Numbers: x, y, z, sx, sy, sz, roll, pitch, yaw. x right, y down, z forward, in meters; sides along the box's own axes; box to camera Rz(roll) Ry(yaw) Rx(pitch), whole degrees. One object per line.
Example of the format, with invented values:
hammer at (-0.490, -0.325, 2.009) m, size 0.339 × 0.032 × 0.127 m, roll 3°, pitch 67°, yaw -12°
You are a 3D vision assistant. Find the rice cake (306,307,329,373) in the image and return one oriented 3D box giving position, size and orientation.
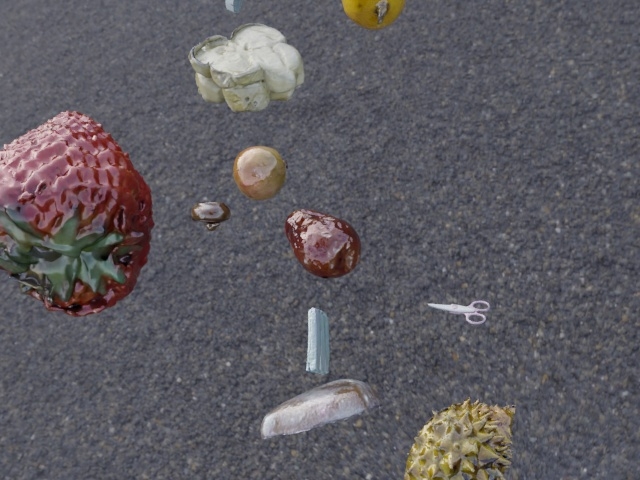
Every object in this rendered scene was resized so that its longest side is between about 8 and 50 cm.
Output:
rice cake at (-0.007, 0.330, 1.812) m, size 0.038 × 0.124 × 0.211 m, roll -10°, pitch 67°, yaw 22°

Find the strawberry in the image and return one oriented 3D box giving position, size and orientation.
strawberry at (-0.421, -0.058, 0.915) m, size 0.267 × 0.312 × 0.351 m, roll -12°, pitch 46°, yaw -20°

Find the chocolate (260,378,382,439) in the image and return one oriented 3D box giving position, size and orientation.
chocolate at (-0.003, 0.428, 1.410) m, size 0.303 × 0.185 × 0.101 m, roll -23°, pitch 78°, yaw 16°

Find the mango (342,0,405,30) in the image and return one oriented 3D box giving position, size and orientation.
mango at (0.089, -0.521, 1.036) m, size 0.119 × 0.176 × 0.317 m, roll -7°, pitch 68°, yaw 1°

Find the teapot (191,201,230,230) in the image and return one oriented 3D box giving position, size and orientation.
teapot at (-0.307, -0.066, 1.526) m, size 0.129 × 0.098 × 0.078 m, roll 6°, pitch 99°, yaw 37°

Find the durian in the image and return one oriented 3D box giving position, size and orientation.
durian at (0.241, 0.444, 0.974) m, size 0.112 × 0.191 × 0.342 m, roll 22°, pitch 92°, yaw 64°

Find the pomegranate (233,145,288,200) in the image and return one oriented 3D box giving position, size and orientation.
pomegranate at (-0.203, -0.230, 1.869) m, size 0.191 × 0.191 × 0.191 m, roll -10°, pitch 53°, yaw 14°

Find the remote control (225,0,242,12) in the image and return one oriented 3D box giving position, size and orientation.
remote control at (-0.174, -0.595, 1.226) m, size 0.065 × 0.029 × 0.166 m, roll 47°, pitch 121°, yaw 53°

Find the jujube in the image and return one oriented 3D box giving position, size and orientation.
jujube at (0.000, 0.000, 1.564) m, size 0.190 × 0.190 × 0.255 m, roll -40°, pitch 51°, yaw -10°

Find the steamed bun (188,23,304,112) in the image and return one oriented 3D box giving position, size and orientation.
steamed bun at (-0.124, -0.300, 1.009) m, size 0.192 × 0.106 × 0.177 m, roll 34°, pitch 56°, yaw 22°

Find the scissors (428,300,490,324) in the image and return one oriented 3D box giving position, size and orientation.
scissors at (0.391, 0.196, 1.571) m, size 0.176 × 0.022 × 0.085 m, roll 6°, pitch 47°, yaw 33°
